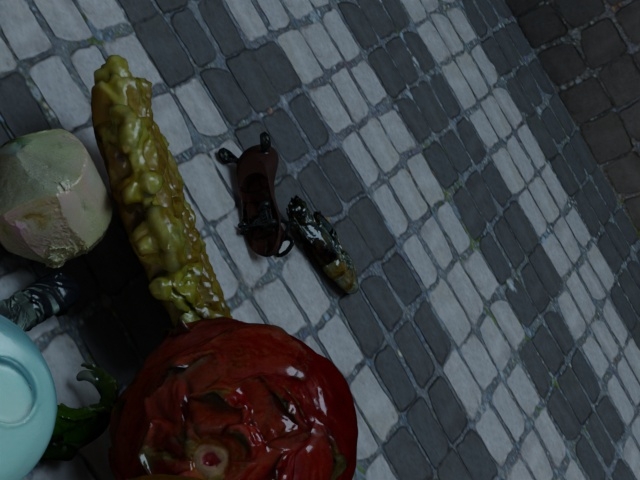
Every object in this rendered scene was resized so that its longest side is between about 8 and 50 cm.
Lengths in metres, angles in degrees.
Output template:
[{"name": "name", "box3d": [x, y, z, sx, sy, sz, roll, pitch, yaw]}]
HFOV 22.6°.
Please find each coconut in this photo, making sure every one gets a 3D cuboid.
[{"name": "coconut", "box3d": [-0.258, -0.045, 1.476, 0.122, 0.116, 0.116, 62, 20, -44]}]

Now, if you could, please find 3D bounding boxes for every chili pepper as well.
[{"name": "chili pepper", "box3d": [-0.281, 0.139, 1.335, 0.085, 0.076, 0.359, 43, 11, 25]}]

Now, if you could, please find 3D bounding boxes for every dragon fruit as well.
[{"name": "dragon fruit", "box3d": [-0.079, 0.185, 1.440, 0.241, 0.252, 0.241, 4, 57, -7]}]

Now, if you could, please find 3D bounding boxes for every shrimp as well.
[{"name": "shrimp", "box3d": [0.000, 0.000, 2.009, 0.161, 0.034, 0.091, 54, 16, -29]}]

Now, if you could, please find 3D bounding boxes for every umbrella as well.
[{"name": "umbrella", "box3d": [-0.275, 0.074, 1.433, 0.050, 0.046, 0.188, 43, 27, 6]}]

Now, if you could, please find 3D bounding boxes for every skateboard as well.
[{"name": "skateboard", "box3d": [-0.069, -0.047, 1.907, 0.080, 0.067, 0.151, 33, 43, -60]}]

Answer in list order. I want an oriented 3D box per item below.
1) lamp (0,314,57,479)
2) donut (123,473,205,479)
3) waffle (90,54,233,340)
[{"name": "lamp", "box3d": [-0.306, 0.162, 1.087, 0.284, 0.147, 0.209, -46, 120, -26]}, {"name": "donut", "box3d": [-0.104, 0.316, 1.060, 0.317, 0.299, 0.150, 47, -13, 0]}, {"name": "waffle", "box3d": [-0.155, -0.018, 1.596, 0.325, 0.068, 0.302, 67, 4, -59]}]
